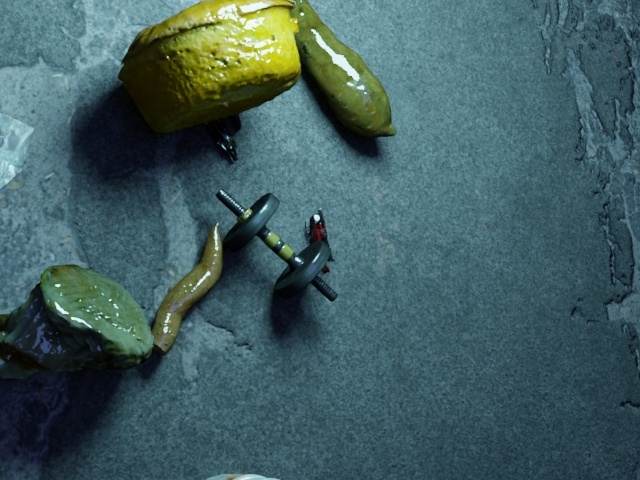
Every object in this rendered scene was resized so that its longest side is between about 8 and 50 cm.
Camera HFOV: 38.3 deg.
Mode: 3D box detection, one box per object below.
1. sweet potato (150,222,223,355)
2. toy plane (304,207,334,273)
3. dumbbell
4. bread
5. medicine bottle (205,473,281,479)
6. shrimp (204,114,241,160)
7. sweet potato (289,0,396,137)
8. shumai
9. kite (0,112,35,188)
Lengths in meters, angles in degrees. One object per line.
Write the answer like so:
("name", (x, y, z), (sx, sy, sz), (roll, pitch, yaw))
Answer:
("sweet potato", (-0.253, 0.095, 1.806), (0.067, 0.059, 0.281), (31, 63, 2))
("toy plane", (0.000, 0.000, 1.964), (0.037, 0.060, 0.145), (-11, 99, -29))
("dumbbell", (-0.087, 0.011, 1.865), (0.325, 0.143, 0.143), (43, 63, -12))
("bread", (-0.201, -0.342, 1.784), (0.358, 0.337, 0.204), (-24, 97, -24))
("medicine bottle", (-0.139, 0.495, 1.661), (0.144, 0.252, 0.144), (6, 77, -25))
("shrimp", (-0.200, -0.246, 1.929), (0.091, 0.034, 0.161), (-29, 91, -30))
("sweet potato", (0.026, -0.393, 2.039), (0.130, 0.130, 0.422), (-33, 86, -30))
("shumai", (-0.447, 0.173, 1.653), (0.272, 0.222, 0.203), (32, 109, -34))
("kite", (-0.687, -0.206, 1.675), (0.310, 0.015, 0.169), (29, 67, -20))
